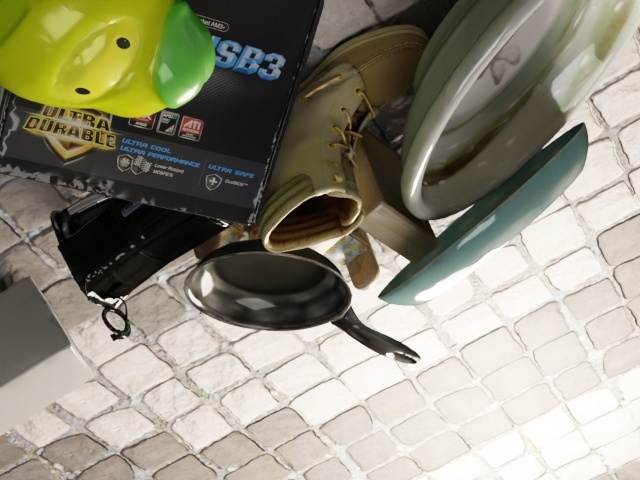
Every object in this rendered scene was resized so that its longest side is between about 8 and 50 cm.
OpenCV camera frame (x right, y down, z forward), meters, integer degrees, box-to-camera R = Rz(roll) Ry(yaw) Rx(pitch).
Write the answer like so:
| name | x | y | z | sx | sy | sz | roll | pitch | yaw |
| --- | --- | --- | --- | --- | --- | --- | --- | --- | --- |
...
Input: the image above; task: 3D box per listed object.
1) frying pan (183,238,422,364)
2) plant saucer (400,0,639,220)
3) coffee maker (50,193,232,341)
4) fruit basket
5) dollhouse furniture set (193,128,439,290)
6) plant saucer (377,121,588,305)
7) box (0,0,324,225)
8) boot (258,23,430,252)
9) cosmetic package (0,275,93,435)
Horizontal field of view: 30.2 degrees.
| name | x | y | z | sx | sy | sz | roll | pitch | yaw |
| --- | --- | --- | --- | --- | --- | --- | --- | --- | --- |
| frying pan | 0.001 | 0.065 | 1.405 | 0.326 | 0.053 | 0.197 | 11 | 149 | -14 |
| plant saucer | 0.208 | -0.201 | 1.284 | 0.400 | 0.100 | 0.400 | -40 | 161 | -17 |
| coffee maker | -0.195 | -0.007 | 1.370 | 0.178 | 0.120 | 0.171 | -33 | 89 | 15 |
| fruit basket | -0.266 | -0.222 | 0.936 | 0.392 | 0.283 | 0.392 | 5 | 104 | 18 |
| dollhouse furniture set | 0.000 | 0.000 | 1.436 | 0.242 | 0.161 | 0.212 | -41 | 131 | 21 |
| plant saucer | 0.200 | -0.021 | 1.404 | 0.317 | 0.317 | 0.043 | -42 | 90 | 22 |
| box | -0.163 | -0.185 | 1.196 | 0.296 | 0.073 | 0.293 | 13 | 102 | -28 |
| boot | 0.029 | -0.112 | 1.308 | 0.262 | 0.203 | 0.095 | -28 | 134 | 9 |
| cosmetic package | -0.413 | 0.165 | 1.440 | 0.238 | 0.127 | 0.107 | -29 | 148 | -12 |
